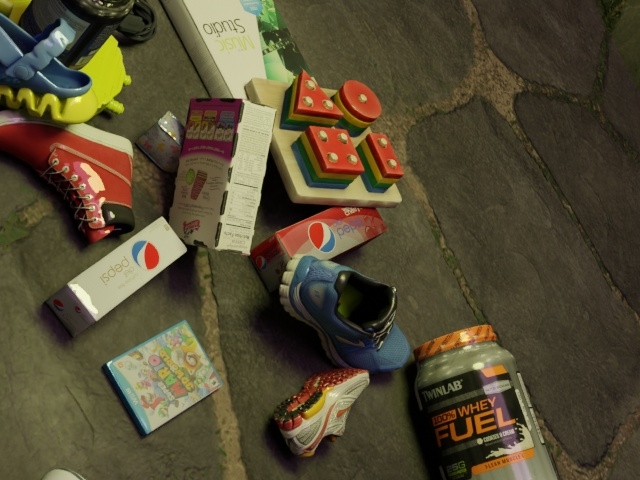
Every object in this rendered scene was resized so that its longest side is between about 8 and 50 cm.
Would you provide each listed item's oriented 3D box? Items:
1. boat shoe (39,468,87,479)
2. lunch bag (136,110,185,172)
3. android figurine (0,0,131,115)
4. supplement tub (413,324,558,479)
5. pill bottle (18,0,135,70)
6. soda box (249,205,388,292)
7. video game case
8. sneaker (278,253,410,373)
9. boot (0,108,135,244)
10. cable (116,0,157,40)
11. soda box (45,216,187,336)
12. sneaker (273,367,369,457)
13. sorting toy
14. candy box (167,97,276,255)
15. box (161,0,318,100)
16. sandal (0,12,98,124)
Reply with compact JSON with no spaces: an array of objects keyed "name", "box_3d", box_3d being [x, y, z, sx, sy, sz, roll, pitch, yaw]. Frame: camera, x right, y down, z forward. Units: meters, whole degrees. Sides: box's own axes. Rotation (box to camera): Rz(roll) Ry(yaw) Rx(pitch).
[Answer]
[{"name":"boat shoe","box_3d":[-0.219,0.422,1.312,0.367,0.136,0.156,56,43,-7]},{"name":"lunch bag","box_3d":[-0.248,-0.158,1.666,0.083,0.071,0.053,46,40,-11]},{"name":"android figurine","box_3d":[-0.422,-0.290,1.590,0.273,0.056,0.248,25,51,-30]},{"name":"supplement tub","box_3d":[0.284,0.322,1.795,0.193,0.193,0.316,-3,68,-44]},{"name":"pill bottle","box_3d":[-0.349,-0.352,1.491,0.123,0.219,0.123,21,54,-31]},{"name":"soda box","box_3d":[0.000,0.000,1.789,0.263,0.092,0.083,-26,84,-47]},{"name":"video game case","box_3d":[-0.233,0.202,1.513,0.166,0.015,0.119,-29,88,-47]},{"name":"sneaker","box_3d":[0.070,0.139,1.685,0.330,0.147,0.130,43,62,-46]},{"name":"boot","box_3d":[-0.380,-0.088,1.494,0.244,0.088,0.176,15,59,-41]},{"name":"cable","box_3d":[-0.350,-0.402,1.715,0.150,0.047,0.184,47,21,14]},{"name":"soda box","box_3d":[-0.298,0.051,1.496,0.069,0.074,0.216,53,43,-6]},{"name":"sneaker","box_3d":[0.007,0.276,1.660,0.225,0.088,0.093,-31,110,-48]},{"name":"sorting toy","box_3d":[0.026,-0.192,1.817,0.257,0.089,0.255,1,57,-42]},{"name":"candy box","box_3d":[-0.158,-0.102,1.585,0.071,0.159,0.233,11,90,-38]},{"name":"box","box_3d":[-0.135,-0.344,1.888,0.232,0.058,0.322,-24,86,-47]},{"name":"sandal","box_3d":[-0.466,-0.262,1.415,0.317,0.138,0.126,6,31,-14]}]
